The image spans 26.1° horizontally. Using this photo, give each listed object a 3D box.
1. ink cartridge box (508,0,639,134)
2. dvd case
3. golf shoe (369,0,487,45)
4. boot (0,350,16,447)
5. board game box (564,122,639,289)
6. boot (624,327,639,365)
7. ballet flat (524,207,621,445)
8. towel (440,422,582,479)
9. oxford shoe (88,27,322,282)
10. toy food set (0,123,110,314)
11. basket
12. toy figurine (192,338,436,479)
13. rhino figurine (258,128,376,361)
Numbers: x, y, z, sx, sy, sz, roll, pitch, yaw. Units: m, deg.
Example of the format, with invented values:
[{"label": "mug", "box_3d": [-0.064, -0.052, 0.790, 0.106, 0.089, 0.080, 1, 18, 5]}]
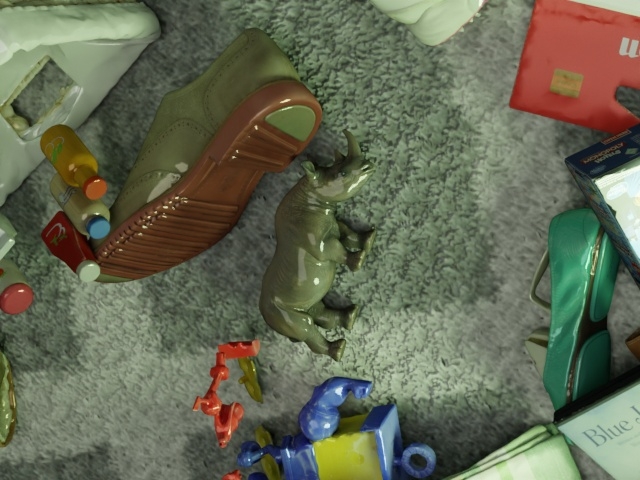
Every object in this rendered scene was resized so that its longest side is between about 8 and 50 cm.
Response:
[{"label": "ink cartridge box", "box_3d": [0.344, -0.212, 1.307, 0.296, 0.066, 0.261, 15, 107, 12]}, {"label": "dvd case", "box_3d": [0.380, 0.210, 1.363, 0.253, 0.022, 0.180, 41, 125, -19]}, {"label": "golf shoe", "box_3d": [0.135, -0.307, 1.261, 0.140, 0.115, 0.306, 24, 133, -20]}, {"label": "boot", "box_3d": [-0.505, 0.132, 1.640, 0.269, 0.089, 0.236, -2, 107, 14]}, {"label": "board game box", "box_3d": [0.351, -0.027, 1.322, 0.194, 0.060, 0.194, -24, 119, -8]}, {"label": "boot", "box_3d": [0.415, 0.110, 1.366, 0.197, 0.073, 0.152, -37, 88, 19]}, {"label": "ballet flat", "box_3d": [0.255, 0.083, 1.411, 0.087, 0.083, 0.247, 16, 109, 38]}, {"label": "towel", "box_3d": [0.149, 0.363, 1.442, 0.324, 0.038, 0.248, -23, 96, -12]}, {"label": "oxford shoe", "box_3d": [-0.141, -0.082, 1.477, 0.348, 0.123, 0.130, -40, 60, 26]}, {"label": "toy food set", "box_3d": [-0.297, 0.005, 1.448, 0.232, 0.111, 0.104, -49, 48, 6]}, {"label": "basket", "box_3d": [-0.402, -0.190, 1.392, 0.328, 0.331, 0.266, -43, 87, 21]}, {"label": "toy figurine", "box_3d": [0.020, 0.277, 1.469, 0.217, 0.191, 0.363, -9, 102, 13]}, {"label": "rhino figurine", "box_3d": [0.000, 0.000, 1.459, 0.106, 0.073, 0.243, 15, 106, 9]}]
